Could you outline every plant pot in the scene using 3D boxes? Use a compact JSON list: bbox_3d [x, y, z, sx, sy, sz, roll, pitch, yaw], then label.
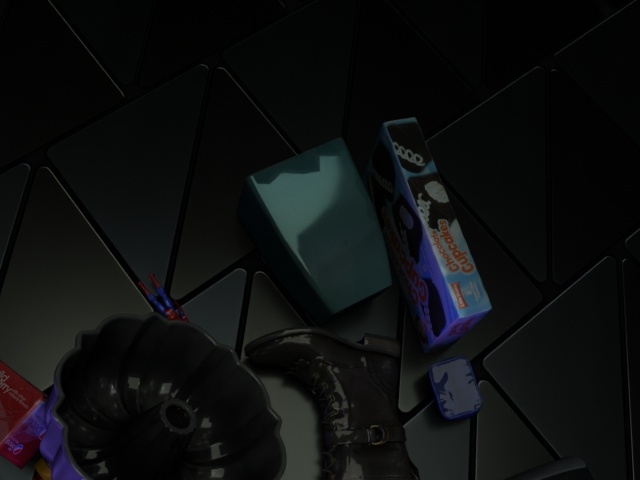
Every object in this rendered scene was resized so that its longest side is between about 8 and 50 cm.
[{"bbox_3d":[0.000,0.000,1.203,0.165,0.166,0.234,-24,80,-17],"label":"plant pot"}]

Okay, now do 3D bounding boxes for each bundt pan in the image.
[{"bbox_3d":[-0.214,0.261,1.014,0.331,0.124,0.331,29,32,-21],"label":"bundt pan"}]

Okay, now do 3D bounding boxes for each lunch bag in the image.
[{"bbox_3d":[0.203,0.223,1.183,0.067,0.065,0.098,-15,70,3],"label":"lunch bag"}]

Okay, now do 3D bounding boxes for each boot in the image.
[{"bbox_3d":[0.016,0.250,1.130,0.263,0.091,0.229,4,66,-9],"label":"boot"}]

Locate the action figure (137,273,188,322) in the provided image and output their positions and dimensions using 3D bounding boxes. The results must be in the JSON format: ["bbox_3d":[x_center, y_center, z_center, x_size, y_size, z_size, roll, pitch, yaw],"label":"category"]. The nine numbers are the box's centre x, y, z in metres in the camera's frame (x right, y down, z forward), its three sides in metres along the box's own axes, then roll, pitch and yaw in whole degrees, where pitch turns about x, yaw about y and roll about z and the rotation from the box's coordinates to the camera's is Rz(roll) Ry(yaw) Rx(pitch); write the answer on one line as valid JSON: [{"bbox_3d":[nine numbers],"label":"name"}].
[{"bbox_3d":[-0.234,0.106,1.190,0.038,0.030,0.115,-35,80,-14],"label":"action figure"}]

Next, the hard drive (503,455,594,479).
[{"bbox_3d":[0.305,0.426,1.115,0.254,0.054,0.172,-18,70,-15],"label":"hard drive"}]

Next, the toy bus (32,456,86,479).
[{"bbox_3d":[-0.318,0.325,1.042,0.202,0.104,0.191,4,66,-7],"label":"toy bus"}]

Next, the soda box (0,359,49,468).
[{"bbox_3d":[-0.475,0.191,1.053,0.263,0.083,0.092,29,64,22],"label":"soda box"}]

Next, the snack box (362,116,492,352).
[{"bbox_3d":[0.154,-0.005,1.206,0.060,0.187,0.322,-14,69,-13],"label":"snack box"}]
